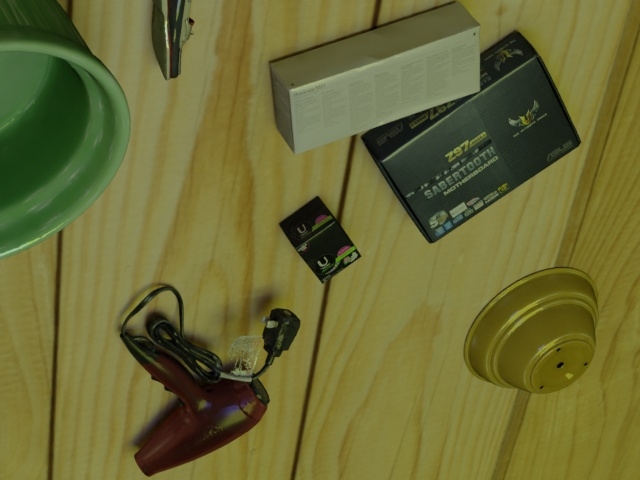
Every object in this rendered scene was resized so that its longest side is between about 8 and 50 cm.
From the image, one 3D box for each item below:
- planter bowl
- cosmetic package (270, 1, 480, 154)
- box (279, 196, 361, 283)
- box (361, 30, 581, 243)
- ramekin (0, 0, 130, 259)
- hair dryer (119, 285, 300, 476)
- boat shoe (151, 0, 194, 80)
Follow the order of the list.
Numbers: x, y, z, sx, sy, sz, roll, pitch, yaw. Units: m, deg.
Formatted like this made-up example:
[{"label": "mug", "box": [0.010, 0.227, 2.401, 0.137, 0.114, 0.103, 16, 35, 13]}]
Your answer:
[{"label": "planter bowl", "box": [0.317, 0.149, 2.362, 0.217, 0.090, 0.217, -17, 136, -17]}, {"label": "cosmetic package", "box": [0.064, -0.186, 1.914, 0.239, 0.060, 0.099, -20, 138, -15]}, {"label": "box", "box": [0.000, 0.000, 2.055, 0.062, 0.052, 0.083, -35, 138, 1]}, {"label": "box", "box": [0.187, -0.122, 2.051, 0.232, 0.059, 0.183, -34, 137, 1]}, {"label": "ramekin", "box": [-0.350, -0.124, 1.626, 0.303, 0.148, 0.303, -20, 145, -14]}, {"label": "hair dryer", "box": [-0.168, 0.180, 2.127, 0.223, 0.080, 0.293, 10, 119, -19]}, {"label": "boat shoe", "box": [-0.151, -0.228, 1.755, 0.043, 0.049, 0.137, -16, 131, -22]}]
